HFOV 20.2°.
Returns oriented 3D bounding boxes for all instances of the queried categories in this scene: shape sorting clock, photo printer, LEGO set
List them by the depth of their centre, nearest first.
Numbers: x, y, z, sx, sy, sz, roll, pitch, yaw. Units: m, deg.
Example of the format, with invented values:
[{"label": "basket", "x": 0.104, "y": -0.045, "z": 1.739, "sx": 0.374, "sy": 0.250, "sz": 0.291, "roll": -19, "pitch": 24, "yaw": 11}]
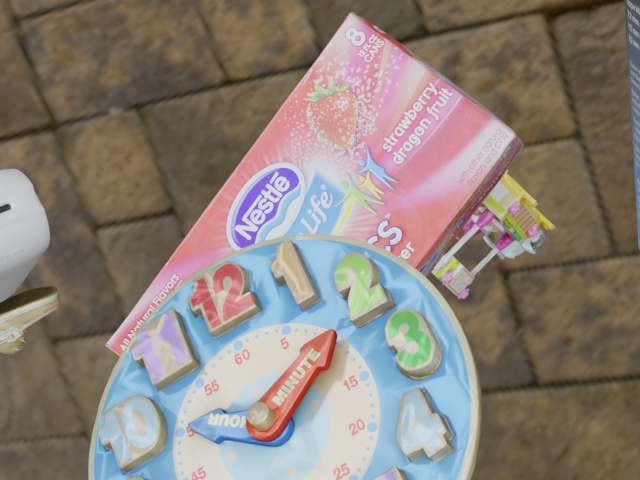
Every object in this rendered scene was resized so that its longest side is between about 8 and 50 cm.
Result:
[{"label": "shape sorting clock", "x": -0.022, "y": 0.091, "z": 0.861, "sx": 0.206, "sy": 0.206, "sz": 0.040, "roll": 4, "pitch": 155, "yaw": 31}, {"label": "LEGO set", "x": 0.101, "y": -0.041, "z": 1.549, "sx": 0.107, "sy": 0.287, "sz": 0.132, "roll": -46, "pitch": 45, "yaw": 3}, {"label": "photo printer", "x": -0.418, "y": 0.032, "z": 1.870, "sx": 0.107, "sy": 0.256, "sz": 0.307, "roll": 63, "pitch": 156, "yaw": 5}]

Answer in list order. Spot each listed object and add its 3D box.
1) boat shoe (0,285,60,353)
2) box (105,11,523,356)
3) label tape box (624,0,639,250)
[{"label": "boat shoe", "x": -0.303, "y": 0.088, "z": 1.712, "sx": 0.135, "sy": 0.050, "sz": 0.045, "roll": -26, "pitch": 106, "yaw": 7}, {"label": "box", "x": 0.000, "y": 0.000, "z": 1.318, "sx": 0.154, "sy": 0.142, "sz": 0.300, "roll": 38, "pitch": 95, "yaw": 7}, {"label": "label tape box", "x": 0.318, "y": -0.103, "z": 1.307, "sx": 0.115, "sy": 0.249, "sz": 0.348, "roll": -12, "pitch": 117, "yaw": -10}]
